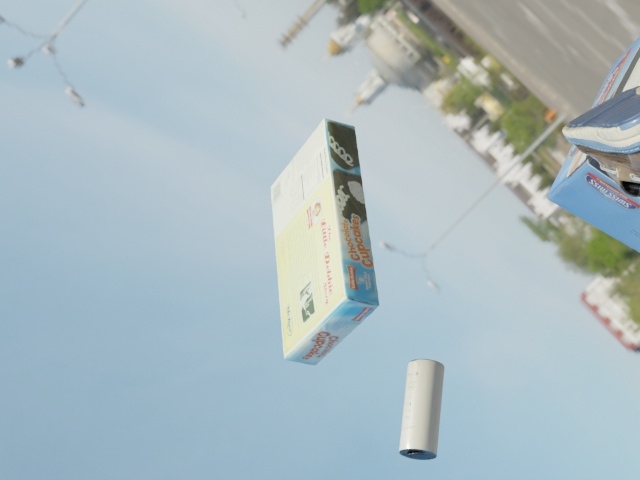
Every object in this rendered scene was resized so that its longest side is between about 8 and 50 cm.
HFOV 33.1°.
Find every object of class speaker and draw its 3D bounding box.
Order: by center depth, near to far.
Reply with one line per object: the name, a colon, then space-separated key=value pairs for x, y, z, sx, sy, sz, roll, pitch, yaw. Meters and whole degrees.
speaker: x=0.144 y=0.241 z=1.534 sx=0.055 sy=0.055 sz=0.136 roll=34 pitch=-127 yaw=-41

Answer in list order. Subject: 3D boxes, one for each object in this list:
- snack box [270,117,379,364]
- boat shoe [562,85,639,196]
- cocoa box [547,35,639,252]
snack box: x=0.000 y=0.000 z=1.604 sx=0.060 sy=0.187 sz=0.322 roll=13 pitch=-128 yaw=-26
boat shoe: x=0.220 y=-0.065 z=0.764 sx=0.066 sy=0.066 sz=0.183 roll=59 pitch=-171 yaw=-6
cocoa box: x=0.490 y=-0.087 z=1.257 sx=0.347 sy=0.231 sz=0.228 roll=30 pitch=160 yaw=0
